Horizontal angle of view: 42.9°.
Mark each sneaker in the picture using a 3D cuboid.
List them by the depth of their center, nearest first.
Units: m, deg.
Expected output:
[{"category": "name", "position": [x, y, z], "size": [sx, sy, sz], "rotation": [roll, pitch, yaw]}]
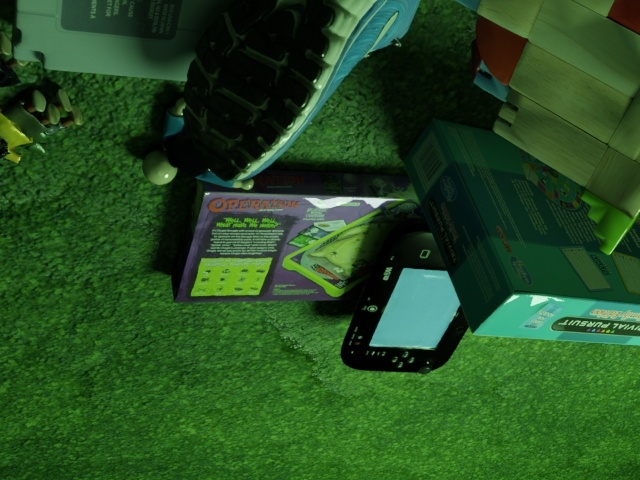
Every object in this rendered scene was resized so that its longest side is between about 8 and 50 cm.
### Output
[{"category": "sneaker", "position": [0.012, -0.181, 0.704], "size": [0.330, 0.130, 0.147], "rotation": [-50, 156, 15]}]

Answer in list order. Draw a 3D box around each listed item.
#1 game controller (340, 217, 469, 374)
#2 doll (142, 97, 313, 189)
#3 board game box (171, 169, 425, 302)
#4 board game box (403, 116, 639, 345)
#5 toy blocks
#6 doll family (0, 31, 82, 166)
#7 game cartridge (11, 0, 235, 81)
[{"category": "game controller", "position": [0.132, 0.084, 1.095], "size": [0.167, 0.067, 0.319], "rotation": [-3, 140, -18]}, {"category": "doll", "position": [-0.103, -0.105, 0.852], "size": [0.189, 0.046, 0.129], "rotation": [-24, 127, 12]}, {"category": "board game box", "position": [0.000, 0.000, 1.029], "size": [0.347, 0.056, 0.208], "rotation": [1, 143, -22]}, {"category": "board game box", "position": [0.288, -0.004, 0.958], "size": [0.336, 0.253, 0.079], "rotation": [7, 137, -28]}, {"category": "toy blocks", "position": [0.214, -0.207, 0.636], "size": [0.191, 0.261, 0.381], "rotation": [-40, 156, -36]}, {"category": "doll family", "position": [-0.313, -0.124, 0.739], "size": [0.111, 0.076, 0.193], "rotation": [-22, 138, 14]}, {"category": "game cartridge", "position": [-0.139, -0.258, 0.648], "size": [0.196, 0.060, 0.294], "rotation": [4, 138, -20]}]
